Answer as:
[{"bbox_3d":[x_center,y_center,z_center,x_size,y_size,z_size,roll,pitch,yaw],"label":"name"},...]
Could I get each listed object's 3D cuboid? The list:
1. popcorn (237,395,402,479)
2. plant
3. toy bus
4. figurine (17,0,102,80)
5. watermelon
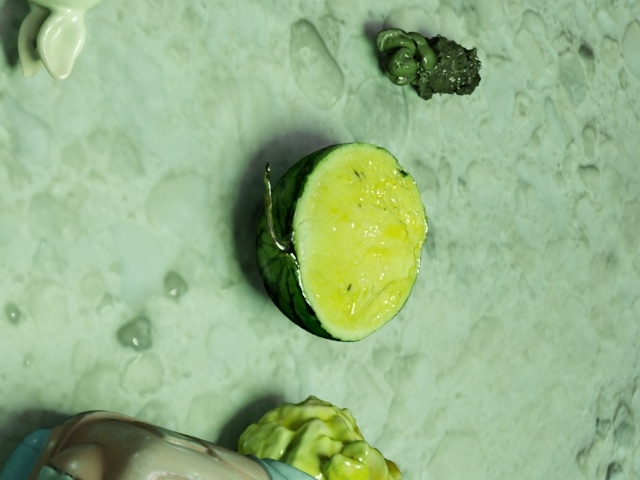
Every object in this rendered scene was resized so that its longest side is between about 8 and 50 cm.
[{"bbox_3d":[-0.003,0.252,1.156,0.167,0.188,0.185,-49,140,-41],"label":"popcorn"},{"bbox_3d":[0.124,-0.208,1.335,0.174,0.087,0.085,4,50,-49],"label":"plant"},{"bbox_3d":[-0.153,0.242,0.965,0.232,0.294,0.197,33,74,-23],"label":"toy bus"},{"bbox_3d":[-0.219,-0.265,0.952,0.235,0.127,0.155,-67,151,-14],"label":"figurine"},{"bbox_3d":[0.005,0.001,1.191,0.232,0.127,0.204,-17,105,-45],"label":"watermelon"}]
